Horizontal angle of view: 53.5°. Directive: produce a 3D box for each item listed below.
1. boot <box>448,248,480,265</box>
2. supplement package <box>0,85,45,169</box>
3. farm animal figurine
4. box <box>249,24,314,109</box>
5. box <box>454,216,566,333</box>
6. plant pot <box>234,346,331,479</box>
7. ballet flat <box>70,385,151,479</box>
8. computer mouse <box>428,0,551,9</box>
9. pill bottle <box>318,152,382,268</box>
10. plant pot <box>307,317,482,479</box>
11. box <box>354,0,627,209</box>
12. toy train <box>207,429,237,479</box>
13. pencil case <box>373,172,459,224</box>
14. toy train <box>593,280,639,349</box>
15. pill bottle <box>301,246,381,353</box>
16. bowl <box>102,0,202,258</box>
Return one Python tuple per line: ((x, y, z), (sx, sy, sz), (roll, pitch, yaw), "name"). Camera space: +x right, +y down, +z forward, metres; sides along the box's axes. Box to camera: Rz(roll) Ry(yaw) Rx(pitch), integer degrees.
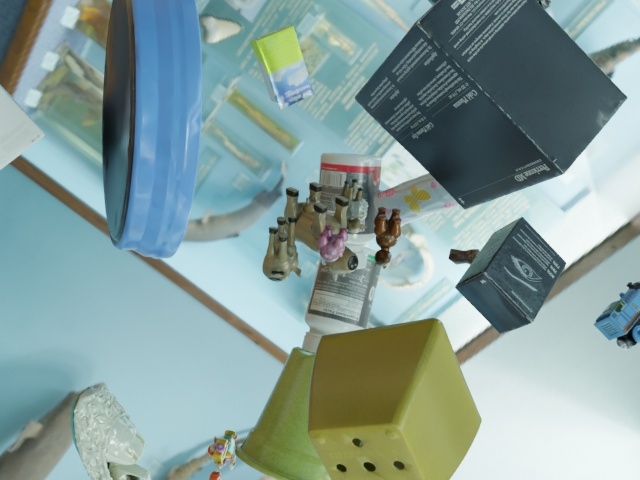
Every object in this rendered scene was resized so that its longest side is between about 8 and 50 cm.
((0.450, 0.073, 1.955), (0.037, 0.106, 0.114), (-23, -169, -37), "boot")
((-0.777, -0.271, 1.414), (0.194, 0.149, 0.203), (-43, 155, -11), "supplement package")
((0.000, 0.000, 1.404), (0.327, 0.330, 0.172), (-130, -140, -53), "farm animal figurine")
((-0.093, -0.429, 1.577), (0.109, 0.178, 0.042), (-28, -151, -17), "box")
((0.421, 0.076, 1.402), (0.207, 0.153, 0.108), (-45, -178, -33), "box")
((-0.016, 0.377, 1.384), (0.276, 0.276, 0.254), (162, -53, -77), "plant pot")
((-0.449, 0.493, 1.431), (0.147, 0.147, 0.409), (-63, 158, -56), "ballet flat")
((0.307, -0.471, 1.210), (0.184, 0.262, 0.060), (-2, 104, -77), "computer mouse")
((0.077, -0.086, 1.803), (0.176, 0.176, 0.318), (-95, -171, -80), "pill bottle")
((0.097, 0.269, 0.947), (0.212, 0.212, 0.187), (-14, -157, 28), "plant pot")
((0.266, -0.244, 1.092), (0.179, 0.312, 0.343), (-46, -175, -13), "box")
((-0.225, 0.487, 1.391), (0.166, 0.046, 0.125), (-45, 142, -80), "toy train")
((0.271, -0.115, 1.625), (0.273, 0.113, 0.124), (-20, 180, 37), "pencil case")
((0.717, 0.167, 1.452), (0.184, 0.105, 0.080), (-38, 171, -24), "toy train")
((0.065, 0.196, 2.039), (0.204, 0.204, 0.361), (157, -51, -76), "pill bottle")
((-0.245, -0.170, 0.872), (0.391, 0.077, 0.391), (180, -90, -65), "bowl")
